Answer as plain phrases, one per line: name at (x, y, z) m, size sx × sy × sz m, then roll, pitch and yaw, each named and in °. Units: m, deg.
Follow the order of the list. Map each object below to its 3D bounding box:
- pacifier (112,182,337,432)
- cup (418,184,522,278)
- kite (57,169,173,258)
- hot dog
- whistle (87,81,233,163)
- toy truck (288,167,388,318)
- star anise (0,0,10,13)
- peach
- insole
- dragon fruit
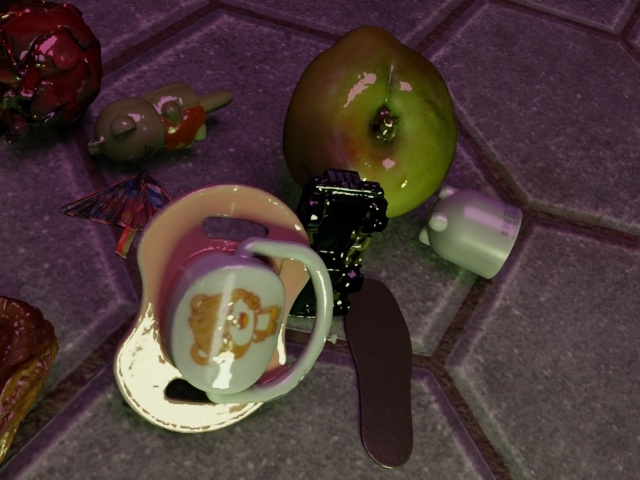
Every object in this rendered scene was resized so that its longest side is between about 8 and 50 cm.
pacifier at (-0.141, 0.085, 0.973) m, size 0.273 × 0.332 × 0.220 m, roll 17°, pitch 9°, yaw 26°
cup at (0.259, -0.035, 1.315) m, size 0.142 × 0.134 × 0.173 m, roll 23°, pitch 48°, yaw 0°
kite at (-0.280, -0.043, 1.179) m, size 0.241 × 0.014 × 0.183 m, roll 17°, pitch 48°, yaw -10°
hot dog at (-0.415, 0.169, 0.872) m, size 0.175 × 0.114 × 0.259 m, roll 16°, pitch 47°, yaw -8°
whistle at (-0.261, -0.199, 1.252) m, size 0.288 × 0.131 × 0.106 m, roll -27°, pitch 95°, yaw -40°
toy truck at (0.001, 0.002, 1.091) m, size 0.127 × 0.257 × 0.127 m, roll 5°, pitch 47°, yaw -18°
star anise at (-0.630, -0.456, 1.316) m, size 0.332 × 0.117 × 0.331 m, roll 10°, pitch 54°, yaw -14°
peach at (0.087, -0.179, 1.244) m, size 0.281 × 0.315 × 0.314 m, roll 23°, pitch 81°, yaw 2°
insole at (0.093, 0.189, 1.140) m, size 0.111 × 0.007 × 0.327 m, roll 9°, pitch 49°, yaw -14°
dragon fruit at (-0.442, -0.267, 1.185) m, size 0.193 × 0.192 × 0.274 m, roll 10°, pitch 60°, yaw -25°
